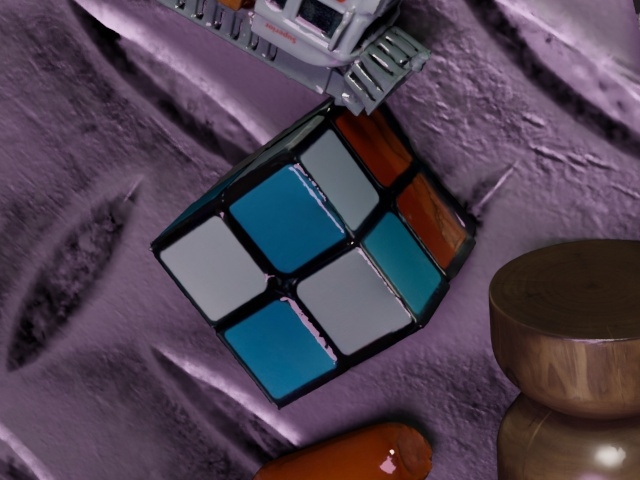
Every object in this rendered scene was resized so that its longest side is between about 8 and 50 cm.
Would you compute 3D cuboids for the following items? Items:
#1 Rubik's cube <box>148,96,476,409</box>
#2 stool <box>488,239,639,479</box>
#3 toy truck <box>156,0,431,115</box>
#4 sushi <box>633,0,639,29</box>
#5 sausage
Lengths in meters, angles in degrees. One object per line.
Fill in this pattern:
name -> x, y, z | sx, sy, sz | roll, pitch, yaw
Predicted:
Rubik's cube -> -0.001, 0.000, 1.142 | 0.167, 0.180, 0.183 | -34, 101, 32
stool -> 0.232, 0.154, 1.125 | 0.179, 0.179, 0.264 | 4, 116, 20
toy truck -> -0.050, -0.238, 1.079 | 0.338, 0.133, 0.184 | 32, 132, 8
sushi -> 0.360, -0.126, 0.891 | 0.320, 0.069, 0.339 | -17, 70, 29
sausage -> 0.015, 0.226, 1.310 | 0.198, 0.076, 0.076 | -25, 103, 31
